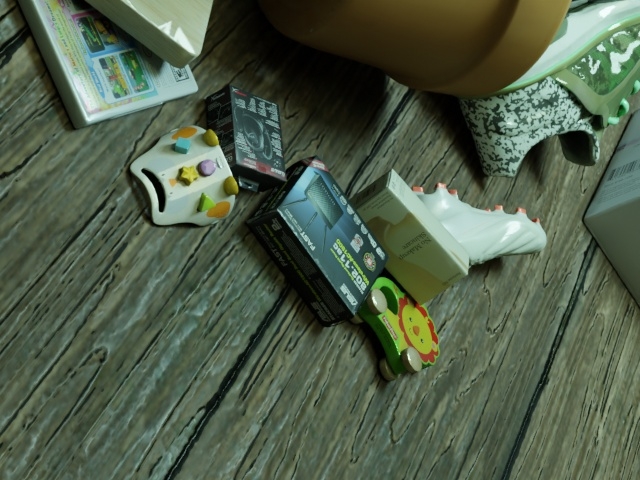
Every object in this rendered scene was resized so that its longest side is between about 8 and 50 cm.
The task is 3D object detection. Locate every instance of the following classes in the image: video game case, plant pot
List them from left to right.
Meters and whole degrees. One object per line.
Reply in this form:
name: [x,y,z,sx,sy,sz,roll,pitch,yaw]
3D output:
video game case: [-0.176,-0.176,1.164,0.143,0.019,0.157,-26,93,-53]
plant pot: [0.066,-0.278,1.327,0.203,0.291,0.290,-3,73,-33]

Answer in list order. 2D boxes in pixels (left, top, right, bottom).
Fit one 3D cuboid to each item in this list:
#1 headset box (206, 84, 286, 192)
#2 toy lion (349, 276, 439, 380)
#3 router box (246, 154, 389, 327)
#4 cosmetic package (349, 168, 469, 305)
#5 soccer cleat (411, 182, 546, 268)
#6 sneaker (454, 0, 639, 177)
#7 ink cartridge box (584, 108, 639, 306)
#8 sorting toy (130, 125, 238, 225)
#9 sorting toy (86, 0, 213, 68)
headset box: [-0.063,-0.082,1.241,0.062,0.032,0.083,17,60,-45]
toy lion: [0.073,0.076,1.329,0.100,0.034,0.096,59,30,-10]
router box: [0.000,0.000,1.270,0.122,0.038,0.092,53,39,-17]
cosmetic package: [0.079,-0.002,1.337,0.115,0.060,0.041,46,25,-16]
soccer cleat: [0.152,-0.001,1.444,0.196,0.068,0.076,15,73,-43]
sneaker: [0.292,-0.180,1.621,0.410,0.158,0.182,-21,110,-31]
ink cartridge box: [0.478,-0.054,1.754,0.197,0.198,0.270,54,39,-16]
sorting toy: [-0.113,-0.048,1.164,0.075,0.045,0.083,-25,91,-34]
sorting toy: [-0.159,-0.314,1.172,0.257,0.089,0.255,36,43,-30]
